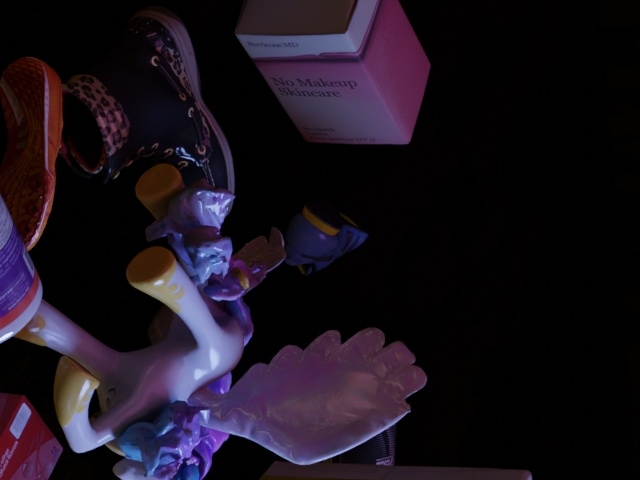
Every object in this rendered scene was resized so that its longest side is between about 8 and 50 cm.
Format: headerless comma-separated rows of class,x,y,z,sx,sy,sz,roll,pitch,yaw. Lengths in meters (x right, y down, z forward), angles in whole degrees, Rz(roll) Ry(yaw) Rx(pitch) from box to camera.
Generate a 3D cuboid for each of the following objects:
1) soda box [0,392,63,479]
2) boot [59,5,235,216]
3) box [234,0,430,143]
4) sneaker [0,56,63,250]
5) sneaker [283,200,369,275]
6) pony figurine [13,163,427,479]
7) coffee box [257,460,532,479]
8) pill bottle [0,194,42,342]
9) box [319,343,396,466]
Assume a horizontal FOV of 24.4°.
soda box,-0.308,0.246,1.174,0.083,0.092,0.263,67,35,-44
boot,-0.175,-0.089,1.446,0.178,0.085,0.236,-49,132,-49
box,0.020,-0.227,1.766,0.232,0.149,0.126,53,46,-53
sneaker,-0.251,-0.072,1.305,0.067,0.064,0.175,25,73,-74
sneaker,0.000,0.000,1.867,0.082,0.069,0.209,-56,167,10
pony figurine,-0.120,0.107,1.420,0.351,0.303,0.363,-39,139,-17
coffee box,0.052,0.478,1.675,0.334,0.338,0.337,-42,126,-57
pill bottle,-0.299,-0.014,1.151,0.108,0.108,0.193,-62,145,-43
box,0.052,0.233,2.009,0.191,0.045,0.184,7,84,-64
